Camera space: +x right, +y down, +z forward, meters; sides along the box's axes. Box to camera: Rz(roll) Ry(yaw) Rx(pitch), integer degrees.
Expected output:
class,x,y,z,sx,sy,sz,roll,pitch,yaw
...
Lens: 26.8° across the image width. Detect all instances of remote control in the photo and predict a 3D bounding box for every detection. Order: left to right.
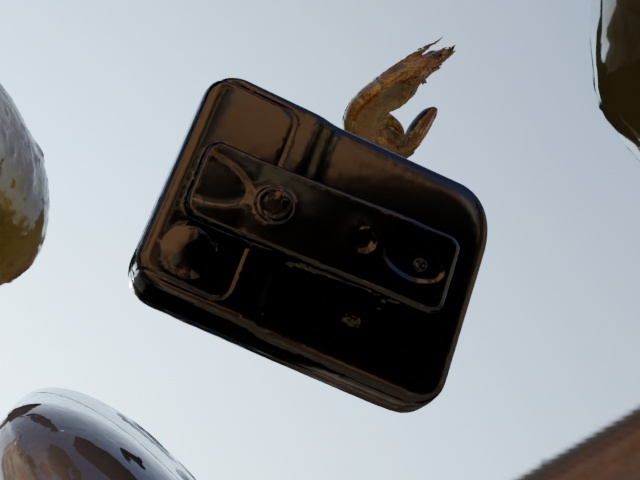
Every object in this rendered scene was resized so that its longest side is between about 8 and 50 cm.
class,x,y,z,sx,sy,sz,roll,pitch,yaw
remote control,-0.103,0.179,0.753,0.103,0.332,0.221,-39,-86,-7

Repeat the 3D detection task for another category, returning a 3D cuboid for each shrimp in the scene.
class,x,y,z,sx,sy,sz,roll,pitch,yaw
shrimp,0.094,-0.142,1.411,0.162,0.045,0.095,-39,-76,-15

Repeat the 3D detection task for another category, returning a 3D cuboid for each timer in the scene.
class,x,y,z,sx,sy,sz,roll,pitch,yaw
timer,0.000,0.000,0.758,0.187,0.144,0.055,24,-27,-9

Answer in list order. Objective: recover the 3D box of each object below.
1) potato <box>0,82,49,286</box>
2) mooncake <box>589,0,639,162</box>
class,x,y,z,sx,sy,sz,roll,pitch,yaw
potato,-0.392,-0.077,1.284,0.300,0.289,0.237,-20,-4,14
mooncake,0.291,-0.152,0.428,0.467,0.262,0.467,19,-22,8
